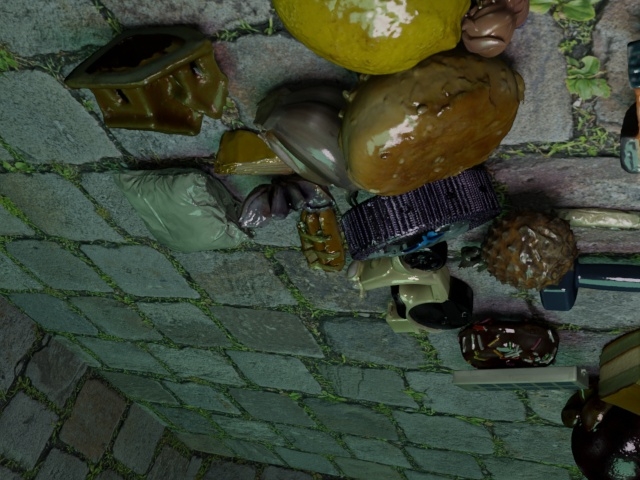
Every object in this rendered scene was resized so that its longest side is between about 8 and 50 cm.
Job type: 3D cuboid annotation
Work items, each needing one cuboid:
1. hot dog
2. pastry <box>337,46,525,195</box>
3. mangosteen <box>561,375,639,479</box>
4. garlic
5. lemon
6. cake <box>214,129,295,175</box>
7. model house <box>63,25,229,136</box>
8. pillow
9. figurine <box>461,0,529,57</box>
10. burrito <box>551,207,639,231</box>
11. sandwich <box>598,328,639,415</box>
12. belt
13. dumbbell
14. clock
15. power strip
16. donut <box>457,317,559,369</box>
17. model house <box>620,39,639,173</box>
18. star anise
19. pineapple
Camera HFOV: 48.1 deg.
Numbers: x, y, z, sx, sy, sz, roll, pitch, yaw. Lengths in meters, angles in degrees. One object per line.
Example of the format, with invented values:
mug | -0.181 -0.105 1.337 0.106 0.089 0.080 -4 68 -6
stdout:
hot dog | 0.000 0.000 1.776 0.110 0.072 0.269 6 147 16
pastry | 0.170 -0.216 1.199 0.316 0.184 0.284 -22 156 -9
mangosteen | 0.808 0.514 1.954 0.347 0.307 0.306 44 151 15
garlic | -0.004 -0.181 1.383 0.292 0.210 0.237 34 140 -7
lemon | 0.063 -0.374 1.002 0.322 0.268 0.268 32 147 -6
cake | -0.140 -0.170 1.556 0.185 0.116 0.080 30 150 -10
model house | -0.307 -0.283 1.410 0.268 0.173 0.239 7 145 23
pillow | -0.335 -0.079 1.769 0.310 0.138 0.283 -1 142 34
figurine | 0.255 -0.343 1.062 0.126 0.157 0.114 39 122 -20
burrito | 0.558 -0.044 1.446 0.186 0.041 0.045 6 104 21
sandwich | 0.832 0.323 1.751 0.199 0.155 0.227 22 147 -8
belt | 0.197 -0.050 1.415 0.325 0.122 0.260 -16 169 -20
dumbbell | 0.622 0.078 1.497 0.317 0.156 0.144 2 174 25
clock | 0.227 0.115 1.792 0.277 0.120 0.379 -8 140 28
power strip | 0.513 0.365 1.886 0.368 0.043 0.106 -10 153 36
donut | 0.487 0.278 1.868 0.270 0.103 0.269 4 157 2
model house | 0.563 -0.260 1.025 0.272 0.190 0.300 -1 128 35
star anise | -0.078 -0.089 1.589 0.237 0.229 0.092 -8 107 19
pineapple | 0.386 0.022 1.481 0.175 0.174 0.361 26 172 -11
